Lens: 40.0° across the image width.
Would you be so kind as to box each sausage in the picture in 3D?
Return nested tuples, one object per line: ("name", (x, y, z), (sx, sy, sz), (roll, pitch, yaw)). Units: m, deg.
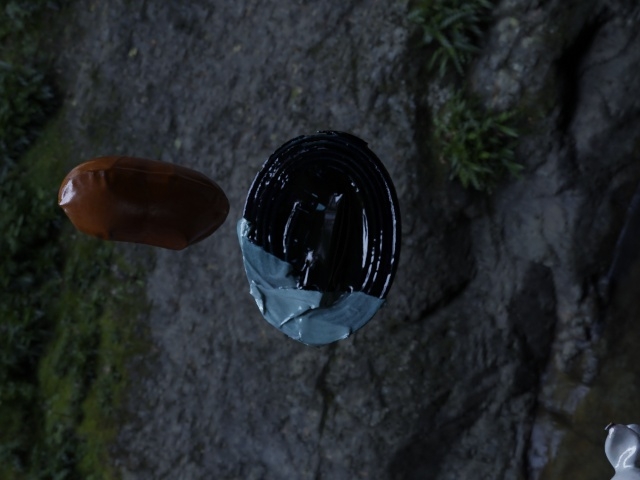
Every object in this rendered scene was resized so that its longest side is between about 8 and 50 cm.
("sausage", (-0.264, -0.062, 1.338), (0.133, 0.258, 0.133), (-33, 53, 58))

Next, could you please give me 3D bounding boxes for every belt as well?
("belt", (0.000, 0.000, 0.819), (0.078, 0.151, 0.198), (16, -104, -86))

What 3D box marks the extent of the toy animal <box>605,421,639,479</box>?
("toy animal", (0.604, 0.468, 1.528), (0.310, 0.182, 0.247), (11, 81, 60))
